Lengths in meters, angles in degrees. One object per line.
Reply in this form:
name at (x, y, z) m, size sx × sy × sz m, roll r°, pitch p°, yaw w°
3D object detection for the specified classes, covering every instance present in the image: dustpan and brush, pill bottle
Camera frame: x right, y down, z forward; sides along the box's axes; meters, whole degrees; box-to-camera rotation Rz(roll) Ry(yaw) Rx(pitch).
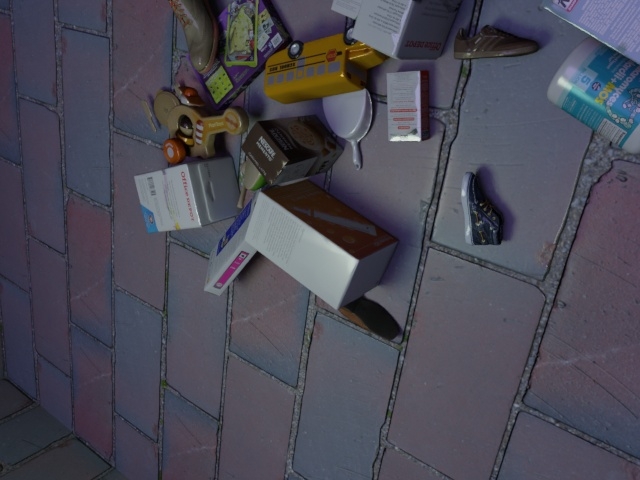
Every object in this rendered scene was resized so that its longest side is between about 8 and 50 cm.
dustpan and brush at (0.082, -0.293, 1.550) m, size 0.147 × 0.060 × 0.211 m, roll 2°, pitch 98°, yaw 38°
pill bottle at (0.586, -0.266, 1.113) m, size 0.264 × 0.146 × 0.146 m, roll 41°, pitch 124°, yaw 19°

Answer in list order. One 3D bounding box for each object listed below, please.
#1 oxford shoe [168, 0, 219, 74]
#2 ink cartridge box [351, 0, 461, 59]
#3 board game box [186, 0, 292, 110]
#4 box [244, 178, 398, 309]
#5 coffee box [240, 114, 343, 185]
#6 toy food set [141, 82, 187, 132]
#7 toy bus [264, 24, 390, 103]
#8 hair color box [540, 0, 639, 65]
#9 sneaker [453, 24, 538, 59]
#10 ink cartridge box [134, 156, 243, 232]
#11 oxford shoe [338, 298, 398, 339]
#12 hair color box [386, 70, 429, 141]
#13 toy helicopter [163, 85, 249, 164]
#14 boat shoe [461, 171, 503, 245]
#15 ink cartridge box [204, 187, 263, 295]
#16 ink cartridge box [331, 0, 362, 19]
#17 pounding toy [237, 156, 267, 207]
oxford shoe at (-0.387, -0.655, 1.689) m, size 0.123 × 0.130 × 0.348 m, roll -20°, pitch 76°, yaw 41°
ink cartridge box at (0.216, -0.562, 1.249) m, size 0.129 × 0.223 × 0.307 m, roll 33°, pitch 121°, yaw 25°
board game box at (-0.249, -0.567, 1.713) m, size 0.347 × 0.056 × 0.208 m, roll -32°, pitch 88°, yaw 39°
box at (0.000, 0.000, 1.590) m, size 0.345 × 0.215 × 0.168 m, roll 35°, pitch 122°, yaw 23°
coffee box at (-0.071, -0.246, 1.548) m, size 0.141 × 0.246 × 0.098 m, roll 51°, pitch 127°, yaw 13°
toy food set at (-0.511, -0.447, 1.958) m, size 0.192 × 0.038 × 0.132 m, roll -12°, pitch 104°, yaw 33°
toy bus at (0.012, -0.445, 1.488) m, size 0.332 × 0.108 × 0.130 m, roll 0°, pitch 82°, yaw 37°
hair color box at (0.606, -0.375, 1.039) m, size 0.374 × 0.185 × 0.114 m, roll 42°, pitch 125°, yaw 19°
sneaker at (0.379, -0.437, 1.267) m, size 0.188 × 0.066 × 0.071 m, roll 8°, pitch 107°, yaw 35°
ink cartridge box at (-0.424, -0.147, 1.875) m, size 0.270 × 0.197 × 0.198 m, roll -4°, pitch 101°, yaw 38°
oxford shoe at (0.131, 0.221, 1.668) m, size 0.212 × 0.076 × 0.076 m, roll 34°, pitch 152°, yaw 21°
hair color box at (0.216, -0.331, 1.431) m, size 0.093 × 0.053 × 0.167 m, roll 7°, pitch 107°, yaw 34°
toy helicopter at (-0.350, -0.368, 1.772) m, size 0.355 × 0.140 × 0.235 m, roll 1°, pitch 106°, yaw 41°
boat shoe at (0.388, -0.075, 1.378) m, size 0.083 × 0.065 × 0.183 m, roll 3°, pitch 112°, yaw 35°
ink cartridge box at (-0.253, 0.003, 1.815) m, size 0.069 × 0.176 × 0.371 m, roll 23°, pitch 131°, yaw -21°
ink cartridge box at (0.138, -0.630, 1.371) m, size 0.160 × 0.092 × 0.219 m, roll 33°, pitch 121°, yaw 24°
pounding toy at (-0.152, -0.210, 1.702) m, size 0.237 × 0.110 × 0.183 m, roll -46°, pitch 37°, yaw 50°
